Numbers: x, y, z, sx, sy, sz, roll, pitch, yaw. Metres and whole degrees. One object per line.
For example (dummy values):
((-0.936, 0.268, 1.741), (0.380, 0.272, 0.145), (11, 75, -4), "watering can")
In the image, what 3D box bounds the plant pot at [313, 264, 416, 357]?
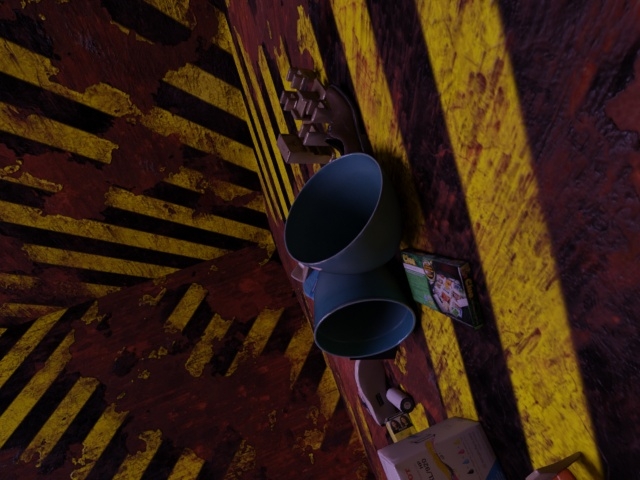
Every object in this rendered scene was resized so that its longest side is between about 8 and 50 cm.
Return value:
((0.101, 0.151, 1.216), (0.255, 0.272, 0.271), (-101, 2, -45), "plant pot")

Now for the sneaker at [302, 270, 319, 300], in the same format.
((0.068, 0.182, 1.516), (0.127, 0.208, 0.319), (-65, 26, 12), "sneaker")

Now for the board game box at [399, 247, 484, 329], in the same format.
((0.256, 0.094, 0.938), (0.260, 0.030, 0.136), (-158, 47, -74), "board game box")

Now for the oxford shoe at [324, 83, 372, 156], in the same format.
((0.050, -0.293, 1.091), (0.083, 0.096, 0.227), (114, 137, -76), "oxford shoe")

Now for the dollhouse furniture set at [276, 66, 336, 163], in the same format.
((-0.015, -0.357, 1.292), (0.212, 0.161, 0.242), (63, 144, 33), "dollhouse furniture set")

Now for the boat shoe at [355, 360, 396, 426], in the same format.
((0.192, 0.584, 1.750), (0.158, 0.127, 0.340), (20, 130, 65), "boat shoe")

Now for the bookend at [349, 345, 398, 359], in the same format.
((0.162, 0.326, 1.451), (0.156, 0.157, 0.072), (-108, 22, -64), "bookend")

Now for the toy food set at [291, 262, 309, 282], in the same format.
((-0.008, -0.013, 1.281), (0.092, 0.219, 0.306), (37, 160, 7), "toy food set")

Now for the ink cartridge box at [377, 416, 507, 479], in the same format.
((0.287, 0.557, 1.026), (0.168, 0.233, 0.171), (109, 140, -72), "ink cartridge box")

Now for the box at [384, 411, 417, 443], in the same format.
((0.320, 0.738, 1.532), (0.058, 0.087, 0.232), (87, 161, -54), "box")

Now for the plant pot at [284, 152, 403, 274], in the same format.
((0.084, -0.034, 1.026), (0.195, 0.290, 0.290), (35, -167, -36), "plant pot")

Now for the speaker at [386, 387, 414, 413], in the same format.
((0.279, 0.561, 1.506), (0.136, 0.055, 0.055), (153, 97, -78), "speaker")

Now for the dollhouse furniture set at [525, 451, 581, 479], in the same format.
((0.427, 0.499, 0.658), (0.262, 0.135, 0.259), (-121, 27, -43), "dollhouse furniture set")
